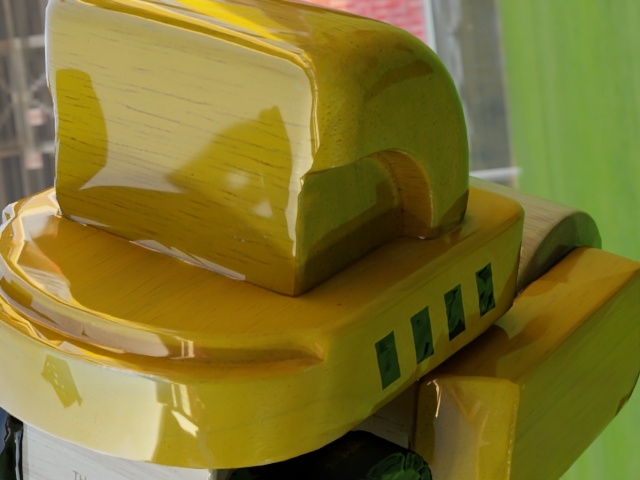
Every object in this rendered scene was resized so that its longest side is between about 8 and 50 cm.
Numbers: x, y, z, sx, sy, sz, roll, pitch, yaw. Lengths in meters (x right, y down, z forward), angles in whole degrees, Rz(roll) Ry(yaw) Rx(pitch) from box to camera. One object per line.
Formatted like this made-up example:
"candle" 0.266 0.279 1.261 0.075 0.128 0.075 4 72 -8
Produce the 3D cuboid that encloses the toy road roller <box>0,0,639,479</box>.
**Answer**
"toy road roller" 0.000 0.000 0.665 0.329 0.203 0.240 -30 -49 -50
